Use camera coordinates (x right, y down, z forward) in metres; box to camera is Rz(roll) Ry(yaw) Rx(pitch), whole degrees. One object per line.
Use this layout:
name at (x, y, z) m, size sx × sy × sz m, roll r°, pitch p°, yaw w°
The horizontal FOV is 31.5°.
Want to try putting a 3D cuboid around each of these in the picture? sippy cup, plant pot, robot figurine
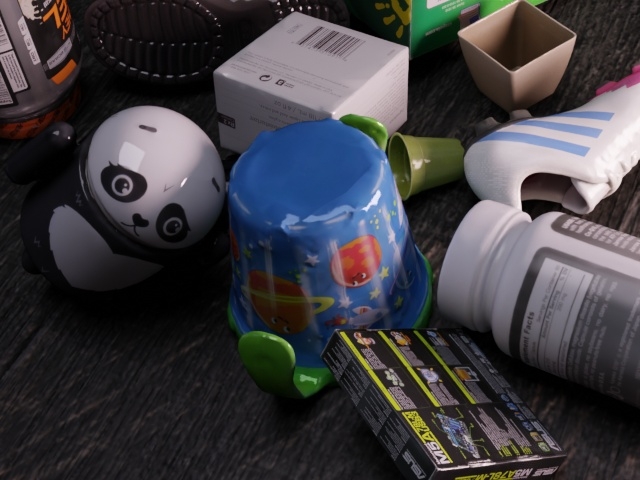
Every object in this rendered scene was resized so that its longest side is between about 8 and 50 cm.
sippy cup at (0.000, 0.000, 1.221) m, size 0.240 × 0.224 × 0.306 m, roll -17°, pitch 48°, yaw -6°
plant pot at (0.252, -0.229, 1.467) m, size 0.109 × 0.096 × 0.109 m, roll -31°, pitch 52°, yaw -17°
robot figurine at (-0.228, -0.034, 1.278) m, size 0.209 × 0.278 × 0.174 m, roll -5°, pitch 70°, yaw -46°
plant pot at (0.133, -0.096, 1.388) m, size 0.079 × 0.083 × 0.083 m, roll -9°, pitch 47°, yaw -14°

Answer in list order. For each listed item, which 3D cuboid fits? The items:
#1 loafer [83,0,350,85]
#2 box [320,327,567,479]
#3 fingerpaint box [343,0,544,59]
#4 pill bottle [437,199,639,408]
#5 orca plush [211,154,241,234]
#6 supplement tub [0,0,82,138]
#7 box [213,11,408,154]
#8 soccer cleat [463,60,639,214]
loafer at (-0.144, -0.297, 1.596) m, size 0.365 × 0.134 × 0.130 m, roll 0°, pitch 23°, yaw -3°
box at (0.120, 0.162, 1.113) m, size 0.184 × 0.045 × 0.191 m, roll 0°, pitch 38°, yaw -38°
fingerpaint box at (0.196, -0.480, 1.637) m, size 0.444 × 0.163 × 0.371 m, roll -27°, pitch 50°, yaw -22°
pill bottle at (0.275, 0.066, 1.157) m, size 0.283 × 0.161 × 0.161 m, roll 21°, pitch 55°, yaw 26°
orca plush at (-0.162, -0.093, 1.412) m, size 0.287 × 0.102 × 0.151 m, roll 28°, pitch 58°, yaw 30°
supplement tub at (-0.431, -0.298, 1.498) m, size 0.193 × 0.316 × 0.194 m, roll -4°, pitch 49°, yaw 5°
box at (-0.009, -0.181, 1.439) m, size 0.181 × 0.119 × 0.182 m, roll 22°, pitch 46°, yaw 26°
soccer cleat at (0.335, -0.108, 1.352) m, size 0.331 × 0.116 × 0.143 m, roll -20°, pitch 64°, yaw -6°
